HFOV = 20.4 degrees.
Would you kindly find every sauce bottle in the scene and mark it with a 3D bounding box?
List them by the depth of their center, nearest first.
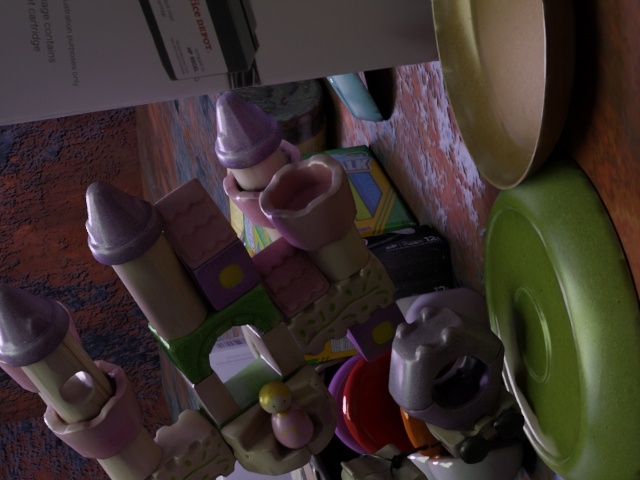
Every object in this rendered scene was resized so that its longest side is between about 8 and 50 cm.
[{"bbox_3d":[-0.045,-0.021,1.921,0.111,0.111,0.344,-114,18,-49],"label":"sauce bottle"}]

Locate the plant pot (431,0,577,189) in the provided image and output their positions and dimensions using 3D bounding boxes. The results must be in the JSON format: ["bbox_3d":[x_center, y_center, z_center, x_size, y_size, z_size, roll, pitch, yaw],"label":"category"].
[{"bbox_3d":[0.119,-0.151,1.151,0.236,0.032,0.236,172,90,-78],"label":"plant pot"}]

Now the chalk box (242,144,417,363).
[{"bbox_3d":[0.000,0.000,1.660,0.213,0.132,0.132,-119,22,-58],"label":"chalk box"}]

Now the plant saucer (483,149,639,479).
[{"bbox_3d":[0.156,0.060,1.184,0.241,0.037,0.241,169,90,-80],"label":"plant saucer"}]

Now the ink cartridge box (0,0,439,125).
[{"bbox_3d":[-0.126,-0.220,1.402,0.285,0.395,0.166,-128,32,-67],"label":"ink cartridge box"}]

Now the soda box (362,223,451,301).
[{"bbox_3d":[0.022,0.035,1.486,0.053,0.169,0.060,-131,31,-68],"label":"soda box"}]

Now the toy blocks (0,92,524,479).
[{"bbox_3d":[-0.078,0.047,1.241,0.309,0.288,0.260,43,165,52],"label":"toy blocks"}]

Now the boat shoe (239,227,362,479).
[{"bbox_3d":[0.016,0.135,1.799,0.130,0.132,0.355,9,118,68],"label":"boat shoe"}]

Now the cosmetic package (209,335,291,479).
[{"bbox_3d":[-0.099,0.253,2.466,0.085,0.117,0.231,-152,53,-77],"label":"cosmetic package"}]

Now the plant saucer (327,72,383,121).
[{"bbox_3d":[0.016,-0.152,1.594,0.119,0.021,0.119,58,-179,-1],"label":"plant saucer"}]

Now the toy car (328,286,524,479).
[{"bbox_3d":[0.074,0.125,1.399,0.182,0.136,0.159,161,97,-79],"label":"toy car"}]
